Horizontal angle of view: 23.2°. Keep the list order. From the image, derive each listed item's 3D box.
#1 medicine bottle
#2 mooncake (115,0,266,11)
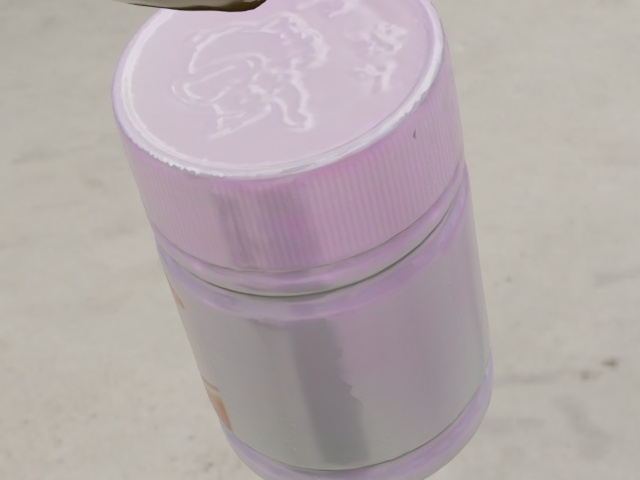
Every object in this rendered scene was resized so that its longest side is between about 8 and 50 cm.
[{"bbox_3d":[0.000,0.000,0.993,0.202,0.316,0.202,-6,46,6],"label":"medicine bottle"},{"bbox_3d":[-0.053,-0.213,0.568,0.117,0.234,0.235,7,25,5],"label":"mooncake"}]
